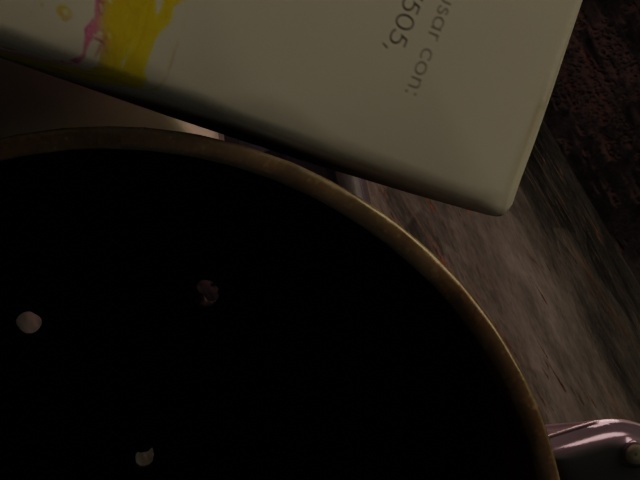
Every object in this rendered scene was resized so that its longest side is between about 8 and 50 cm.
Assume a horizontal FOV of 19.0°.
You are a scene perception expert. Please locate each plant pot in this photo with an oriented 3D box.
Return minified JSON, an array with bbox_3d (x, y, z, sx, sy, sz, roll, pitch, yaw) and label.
[{"bbox_3d":[-0.056,0.060,0.555,0.215,0.215,0.230,60,2,-11],"label":"plant pot"}]

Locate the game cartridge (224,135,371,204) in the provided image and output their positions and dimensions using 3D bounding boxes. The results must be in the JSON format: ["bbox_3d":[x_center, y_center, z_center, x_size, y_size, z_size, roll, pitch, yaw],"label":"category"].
[{"bbox_3d":[0.000,0.000,0.929,0.230,0.068,0.355,-105,-178,-55],"label":"game cartridge"}]

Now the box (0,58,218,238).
[{"bbox_3d":[-0.165,-0.139,0.650,0.311,0.121,0.148,55,15,-30],"label":"box"}]

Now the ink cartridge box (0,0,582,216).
[{"bbox_3d":[-0.066,-0.104,0.487,0.353,0.119,0.207,17,4,-32],"label":"ink cartridge box"}]

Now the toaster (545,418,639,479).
[{"bbox_3d":[0.053,0.156,0.754,0.129,0.227,0.146,64,-4,2],"label":"toaster"}]
